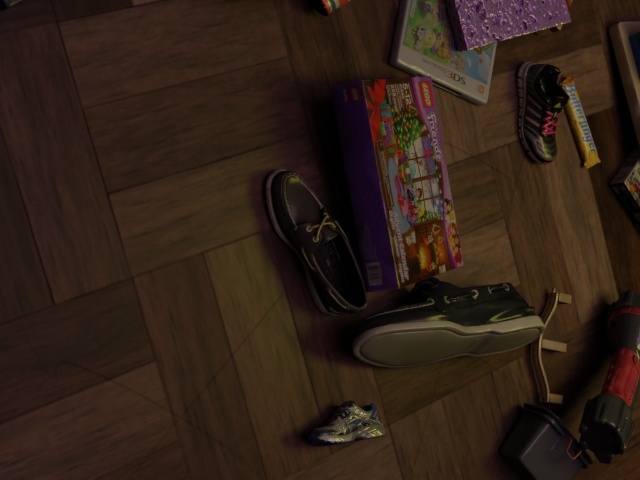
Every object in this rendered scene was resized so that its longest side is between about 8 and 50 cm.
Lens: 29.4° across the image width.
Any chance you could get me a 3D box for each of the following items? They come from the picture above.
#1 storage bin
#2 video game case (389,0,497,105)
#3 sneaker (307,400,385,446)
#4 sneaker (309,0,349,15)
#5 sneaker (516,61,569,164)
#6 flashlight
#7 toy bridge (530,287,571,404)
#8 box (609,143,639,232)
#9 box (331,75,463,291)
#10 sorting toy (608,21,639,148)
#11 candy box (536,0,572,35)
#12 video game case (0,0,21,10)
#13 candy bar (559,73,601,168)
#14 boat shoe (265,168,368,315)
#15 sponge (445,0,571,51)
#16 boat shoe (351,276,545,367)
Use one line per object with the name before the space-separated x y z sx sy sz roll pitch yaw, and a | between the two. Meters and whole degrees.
storage bin | 0.354 0.340 1.924 0.091 0.098 0.135 -49 115 -17
video game case | 0.202 -0.340 1.893 0.193 0.023 0.212 19 76 -35
sneaker | 0.031 0.257 1.717 0.135 0.052 0.058 -1 78 -44
sneaker | 0.001 -0.402 1.716 0.075 0.057 0.161 -30 110 -14
sneaker | 0.365 -0.209 1.974 0.063 0.075 0.170 -7 91 -37
flashlight | 0.488 0.210 1.974 0.103 0.103 0.304 36 45 -1
toy bridge | 0.372 0.170 1.984 0.063 0.026 0.188 13 79 -34
box | 0.598 -0.061 2.162 0.207 0.036 0.114 52 60 -22
box | 0.115 -0.087 1.753 0.201 0.057 0.293 -15 96 -56
sorting toy | 0.655 -0.275 2.159 0.255 0.089 0.257 -9 82 -38
candy box | 0.377 -0.447 2.014 0.109 0.053 0.186 37 65 -28
video game case | -0.332 -0.430 1.502 0.274 0.026 0.196 -40 110 -33
candy bar | 0.437 -0.201 2.063 0.040 0.018 0.161 -29 105 -35
boat shoe | 0.000 0.000 1.692 0.081 0.069 0.227 -37 108 -33
sponge | 0.292 -0.374 1.906 0.210 0.031 0.117 -19 99 -25
boat shoe | 0.178 0.107 1.796 0.340 0.127 0.113 -4 60 -29
